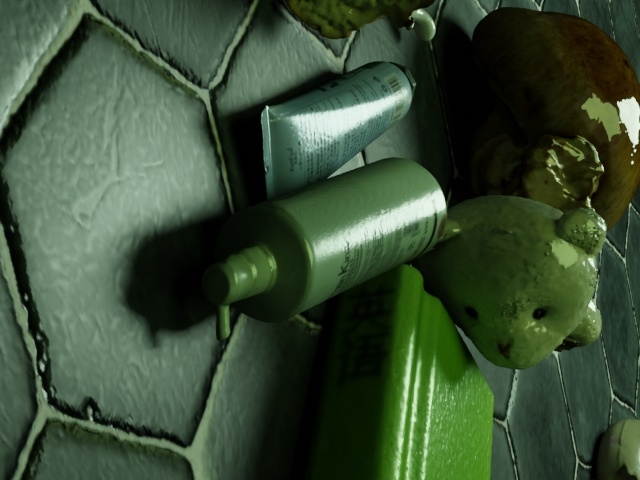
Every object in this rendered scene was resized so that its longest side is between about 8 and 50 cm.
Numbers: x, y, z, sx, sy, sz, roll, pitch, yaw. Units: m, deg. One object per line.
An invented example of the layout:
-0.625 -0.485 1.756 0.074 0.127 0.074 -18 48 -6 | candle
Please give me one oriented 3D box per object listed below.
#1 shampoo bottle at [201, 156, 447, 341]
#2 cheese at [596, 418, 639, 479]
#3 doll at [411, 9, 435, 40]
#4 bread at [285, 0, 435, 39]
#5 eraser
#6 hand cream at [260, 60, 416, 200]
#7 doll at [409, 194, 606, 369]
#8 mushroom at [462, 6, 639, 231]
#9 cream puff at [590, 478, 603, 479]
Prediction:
0.000 0.000 0.917 0.262 0.085 0.085 -22 102 -56 | shampoo bottle
0.462 0.324 1.813 0.286 0.082 0.163 -28 108 -65 | cheese
0.094 -0.264 1.252 0.113 0.072 0.135 -39 122 -53 | doll
0.016 -0.284 0.995 0.139 0.143 0.229 -70 145 -44 | bread
0.065 0.188 1.010 0.210 0.092 0.274 58 33 -40 | eraser
0.012 -0.098 1.036 0.271 0.058 0.091 -41 134 -57 | hand cream
0.168 0.056 1.152 0.278 0.175 0.149 63 24 -73 | doll
0.264 -0.126 1.408 0.283 0.195 0.263 -74 151 -41 | mushroom
0.322 0.361 1.502 0.149 0.084 0.149 26 59 -56 | cream puff
